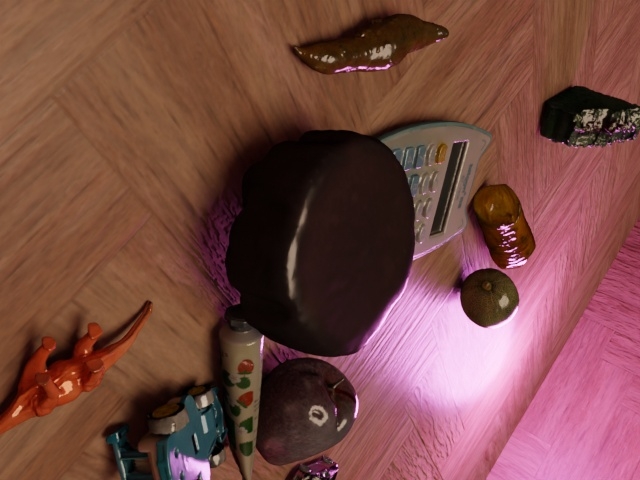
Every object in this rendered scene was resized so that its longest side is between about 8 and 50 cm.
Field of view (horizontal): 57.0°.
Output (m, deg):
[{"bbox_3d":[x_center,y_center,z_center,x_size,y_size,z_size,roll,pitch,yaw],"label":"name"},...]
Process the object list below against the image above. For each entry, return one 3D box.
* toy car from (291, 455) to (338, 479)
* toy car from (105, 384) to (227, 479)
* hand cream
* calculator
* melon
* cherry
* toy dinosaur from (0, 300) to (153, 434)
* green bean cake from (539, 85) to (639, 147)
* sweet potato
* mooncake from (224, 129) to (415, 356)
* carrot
[{"bbox_3d":[-0.011,0.470,1.147,0.142,0.055,0.069,13,98,-58],"label":"toy car"},{"bbox_3d":[-0.186,0.250,0.745,0.161,0.098,0.126,-52,134,-74],"label":"toy car"},{"bbox_3d":[-0.111,0.215,0.815,0.059,0.095,0.276,-7,117,-24],"label":"hand cream"},{"bbox_3d":[0.158,-0.079,1.004,0.386,0.054,0.256,-18,126,-46],"label":"calculator"},{"bbox_3d":[0.406,0.138,1.418,0.139,0.139,0.192,-55,149,-13],"label":"melon"},{"bbox_3d":[-0.028,0.261,0.906,0.176,0.140,0.176,-22,148,-14],"label":"cherry"},{"bbox_3d":[-0.264,0.141,0.566,0.279,0.055,0.101,-29,157,-44],"label":"toy dinosaur"},{"bbox_3d":[0.653,-0.285,1.424,0.208,0.193,0.107,-26,138,-41],"label":"green bean cake"},{"bbox_3d":[0.072,-0.251,0.758,0.274,0.067,0.067,-25,132,-37],"label":"sweet potato"},{"bbox_3d":[0.000,0.000,0.738,0.283,0.141,0.283,-18,113,-51],"label":"mooncake"},{"bbox_3d":[0.435,-0.021,1.378,0.114,0.114,0.302,-58,146,-9],"label":"carrot"}]
